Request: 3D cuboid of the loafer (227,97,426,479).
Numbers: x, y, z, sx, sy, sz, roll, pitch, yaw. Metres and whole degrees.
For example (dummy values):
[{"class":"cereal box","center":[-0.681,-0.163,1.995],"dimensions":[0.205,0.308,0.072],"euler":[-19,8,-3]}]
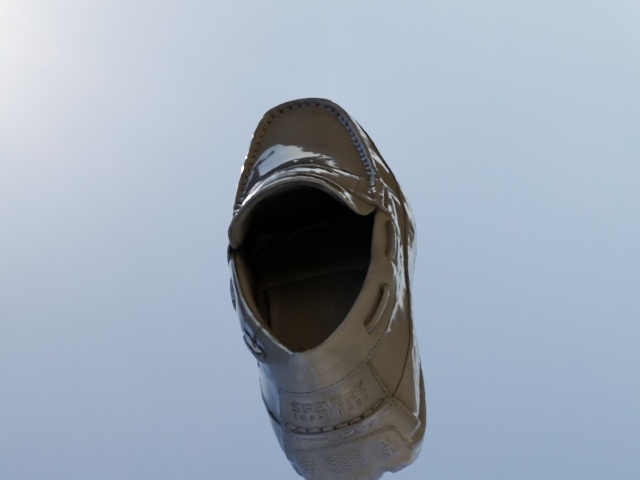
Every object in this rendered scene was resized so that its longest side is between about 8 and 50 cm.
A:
[{"class":"loafer","center":[0.000,0.000,0.866],"dimensions":[0.319,0.112,0.111],"euler":[-103,-7,-53]}]
